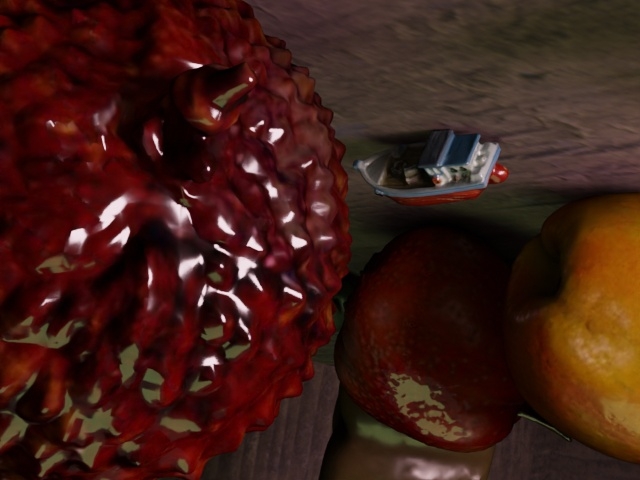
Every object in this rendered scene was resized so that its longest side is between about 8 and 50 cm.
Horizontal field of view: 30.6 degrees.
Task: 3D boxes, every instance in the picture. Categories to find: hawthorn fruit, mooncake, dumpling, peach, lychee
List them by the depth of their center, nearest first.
[{"bbox_3d":[-0.169,-0.021,0.896,0.424,0.425,0.500,15,149,-20],"label":"lychee"},{"bbox_3d":[0.363,0.098,1.242,0.332,0.308,0.308,21,168,-4],"label":"peach"},{"bbox_3d":[0.190,0.154,1.581,0.369,0.285,0.285,41,174,12],"label":"hawthorn fruit"},{"bbox_3d":[0.149,0.291,1.984,0.262,0.467,0.467,11,168,1],"label":"mooncake"},{"bbox_3d":[-0.004,0.112,2.115,0.152,0.108,0.219,8,166,14],"label":"dumpling"}]

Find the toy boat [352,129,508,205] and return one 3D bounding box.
[{"bbox_3d":[0.108,-0.076,1.207,0.173,0.069,0.059,-2,143,42],"label":"toy boat"}]

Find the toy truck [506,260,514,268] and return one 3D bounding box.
[{"bbox_3d":[0.239,0.065,1.744,0.201,0.074,0.088,5,162,26],"label":"toy truck"}]
